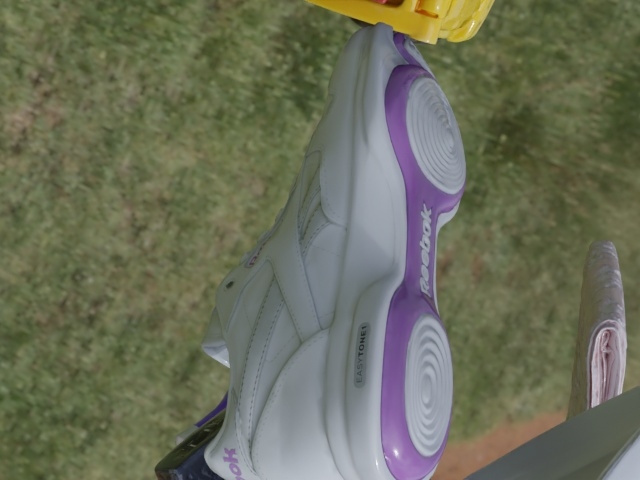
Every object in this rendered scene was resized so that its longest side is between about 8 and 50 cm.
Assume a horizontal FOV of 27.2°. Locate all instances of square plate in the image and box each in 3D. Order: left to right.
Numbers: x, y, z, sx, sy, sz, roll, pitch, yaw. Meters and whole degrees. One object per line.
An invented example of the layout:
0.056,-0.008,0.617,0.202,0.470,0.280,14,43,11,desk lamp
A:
0.160,0.246,1.137,0.344,0.049,0.347,-33,175,-47,square plate

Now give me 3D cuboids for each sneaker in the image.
0.000,0.000,0.753,0.114,0.152,0.305,47,41,-43,sneaker

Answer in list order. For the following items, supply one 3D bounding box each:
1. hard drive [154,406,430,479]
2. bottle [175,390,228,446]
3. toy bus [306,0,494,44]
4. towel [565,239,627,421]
-0.017,0.184,1.033,0.255,0.054,0.172,-28,114,-42,hard drive
-0.011,0.163,1.350,0.283,0.118,0.092,-27,176,-24,bottle
0.013,-0.220,0.923,0.211,0.220,0.149,-44,153,-65,toy bus
0.350,0.191,1.705,0.332,0.053,0.317,-62,156,-71,towel
